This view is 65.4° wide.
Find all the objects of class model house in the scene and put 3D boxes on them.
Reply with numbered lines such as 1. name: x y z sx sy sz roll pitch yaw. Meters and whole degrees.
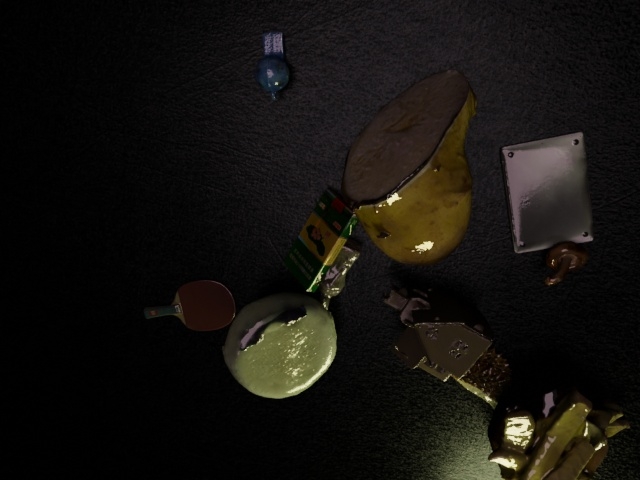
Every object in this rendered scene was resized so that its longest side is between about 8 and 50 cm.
1. model house: 0.250 0.207 1.220 0.244 0.211 0.204 32 106 -3

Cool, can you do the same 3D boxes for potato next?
1. potato: 0.243 -0.140 1.154 0.296 0.290 0.396 43 68 -33

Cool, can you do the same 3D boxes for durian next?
1. durian: 0.429 0.376 1.299 0.252 0.144 0.139 30 129 -5

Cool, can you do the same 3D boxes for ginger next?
1. ginger: 0.606 0.532 1.206 0.359 0.211 0.413 -25 127 10

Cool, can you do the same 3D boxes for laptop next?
1. laptop: 0.543 -0.109 1.190 0.188 0.015 0.268 -10 103 11

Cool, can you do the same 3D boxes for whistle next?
1. whistle: -0.116 -0.414 1.181 0.091 0.090 0.157 -1 105 10

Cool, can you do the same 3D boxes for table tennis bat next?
1. table tennis bat: -0.374 0.191 1.421 0.275 0.021 0.154 -8 103 10

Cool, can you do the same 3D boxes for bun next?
1. bun: -0.110 0.257 1.315 0.294 0.187 0.292 -6 110 -16

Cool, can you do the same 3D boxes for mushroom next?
1. mushroom: 0.573 0.051 1.193 0.130 0.073 0.088 -36 140 -11

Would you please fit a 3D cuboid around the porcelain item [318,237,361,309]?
1. porcelain item: 0.030 0.095 1.310 0.081 0.069 0.215 22 112 -2

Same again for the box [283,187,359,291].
1. box: 0.000 0.000 1.260 0.132 0.034 0.235 46 114 41
